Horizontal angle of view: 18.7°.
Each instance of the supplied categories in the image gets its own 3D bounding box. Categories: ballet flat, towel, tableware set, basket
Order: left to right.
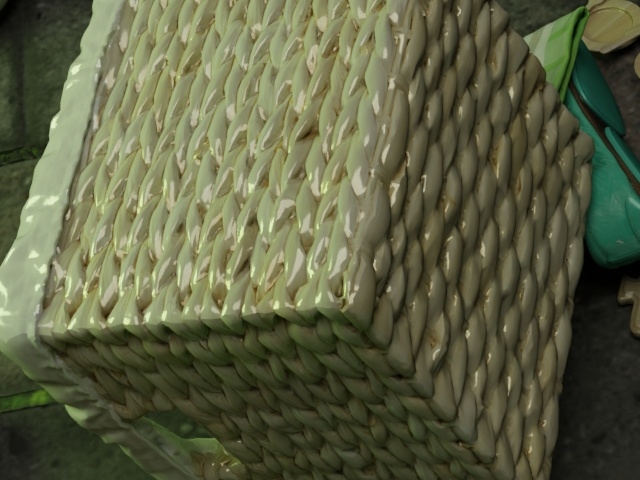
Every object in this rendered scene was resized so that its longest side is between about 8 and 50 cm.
[{"bbox_3d":[0.000,0.000,1.335,0.266,0.328,0.331,-5,56,30],"label":"basket"},{"bbox_3d":[0.146,-0.121,1.550,0.152,0.023,0.113,-26,38,50],"label":"towel"},{"bbox_3d":[0.202,-0.070,1.520,0.087,0.083,0.247,-36,40,17],"label":"ballet flat"},{"bbox_3d":[0.293,-0.180,1.604,0.141,0.020,0.168,-32,46,-12],"label":"tableware set"}]

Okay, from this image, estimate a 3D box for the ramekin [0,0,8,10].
[{"bbox_3d":[-0.391,-0.276,1.770,0.273,0.127,0.273,-8,54,11],"label":"ramekin"}]

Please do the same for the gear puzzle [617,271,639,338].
[{"bbox_3d":[0.315,0.012,1.461,0.175,0.044,0.339,6,58,17],"label":"gear puzzle"}]
